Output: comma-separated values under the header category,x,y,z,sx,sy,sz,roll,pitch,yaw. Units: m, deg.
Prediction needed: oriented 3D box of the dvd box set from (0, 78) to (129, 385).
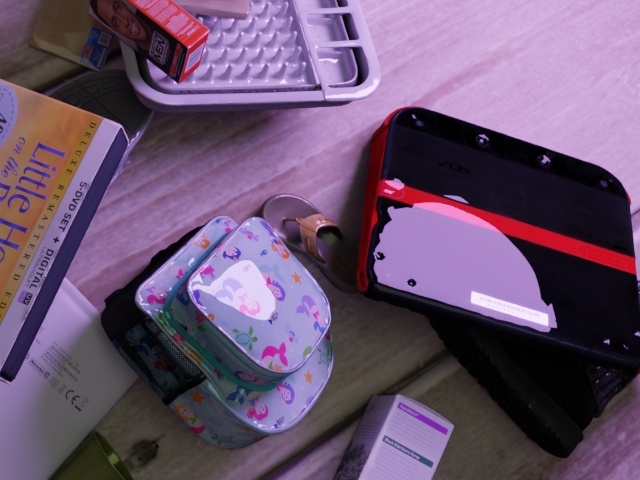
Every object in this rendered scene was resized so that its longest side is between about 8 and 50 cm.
category,x,y,z,sx,sy,sz,roll,pitch,yaw
dvd box set,-0.465,-0.060,1.091,0.420,0.062,0.308,22,74,6

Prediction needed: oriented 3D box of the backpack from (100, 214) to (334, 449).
category,x,y,z,sx,sy,sz,roll,pitch,yaw
backpack,-0.101,0.113,1.192,0.254,0.191,0.225,55,41,-11

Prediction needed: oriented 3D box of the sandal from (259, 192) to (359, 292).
category,x,y,z,sx,sy,sz,roll,pitch,yaw
sandal,0.000,0.000,1.325,0.180,0.049,0.072,42,70,-9

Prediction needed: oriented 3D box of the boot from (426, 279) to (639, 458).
category,x,y,z,sx,sy,sz,roll,pitch,yaw
boot,0.312,0.097,1.375,0.260,0.131,0.348,-45,106,-15

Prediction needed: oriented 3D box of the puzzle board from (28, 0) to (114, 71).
category,x,y,z,sx,sy,sz,roll,pitch,yaw
puzzle board,-0.310,-0.291,1.284,0.096,0.011,0.128,20,76,-17

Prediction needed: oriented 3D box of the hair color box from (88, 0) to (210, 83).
category,x,y,z,sx,sy,sz,roll,pitch,yaw
hair color box,-0.201,-0.255,1.157,0.141,0.072,0.043,38,57,5

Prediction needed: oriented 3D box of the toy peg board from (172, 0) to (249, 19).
category,x,y,z,sx,sy,sz,roll,pitch,yaw
toy peg board,-0.163,-0.370,1.229,0.161,0.079,0.161,4,61,-17

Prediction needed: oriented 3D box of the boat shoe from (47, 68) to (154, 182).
category,x,y,z,sx,sy,sz,roll,pitch,yaw
boat shoe,-0.321,-0.080,1.208,0.118,0.103,0.320,34,67,0

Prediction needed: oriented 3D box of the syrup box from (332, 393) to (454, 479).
category,x,y,z,sx,sy,sz,roll,pitch,yaw
syrup box,0.072,0.321,1.274,0.096,0.093,0.237,32,72,-12

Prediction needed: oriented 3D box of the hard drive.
category,x,y,z,sx,sy,sz,roll,pitch,yaw
hard drive,-0.365,0.192,1.133,0.307,0.040,0.203,-49,121,-19

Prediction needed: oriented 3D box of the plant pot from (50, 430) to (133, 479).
category,x,y,z,sx,sy,sz,roll,pitch,yaw
plant pot,-0.274,0.283,1.172,0.079,0.083,0.083,-37,94,-9

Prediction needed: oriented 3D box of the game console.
category,x,y,z,sx,sy,sz,roll,pitch,yaw
game console,0.243,-0.009,1.322,0.386,0.060,0.342,16,52,-8

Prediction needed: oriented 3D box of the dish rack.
category,x,y,z,sx,sy,sz,roll,pitch,yaw
dish rack,-0.107,-0.279,1.286,0.332,0.072,0.286,-5,65,-23
